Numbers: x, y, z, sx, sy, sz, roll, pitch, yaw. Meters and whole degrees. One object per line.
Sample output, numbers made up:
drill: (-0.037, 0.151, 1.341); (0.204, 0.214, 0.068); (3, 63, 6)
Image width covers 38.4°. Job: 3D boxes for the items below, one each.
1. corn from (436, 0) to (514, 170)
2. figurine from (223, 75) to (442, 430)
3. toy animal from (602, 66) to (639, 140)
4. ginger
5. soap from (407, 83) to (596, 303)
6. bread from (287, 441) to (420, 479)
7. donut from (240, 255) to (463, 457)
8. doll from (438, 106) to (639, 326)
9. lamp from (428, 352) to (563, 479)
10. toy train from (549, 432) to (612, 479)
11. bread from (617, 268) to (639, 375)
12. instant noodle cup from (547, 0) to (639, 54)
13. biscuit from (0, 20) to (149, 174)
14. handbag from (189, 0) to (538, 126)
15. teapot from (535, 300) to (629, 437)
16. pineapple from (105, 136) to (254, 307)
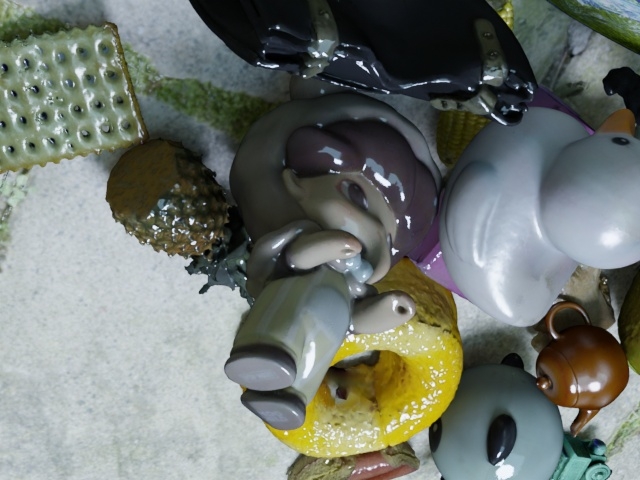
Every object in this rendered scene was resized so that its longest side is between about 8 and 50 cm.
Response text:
corn: (0.171, -0.169, 1.021); (0.068, 0.067, 0.206); (-3, 122, -17)
figurine: (0.000, 0.001, 0.917); (0.203, 0.380, 0.248); (-14, 131, 32)
toy animal: (0.381, -0.081, 1.022); (0.094, 0.121, 0.225); (-14, 113, -25)
ginger: (0.331, 0.064, 1.219); (0.138, 0.074, 0.213); (-25, 131, -19)
soap: (0.247, -0.040, 1.119); (0.181, 0.081, 0.259); (30, 108, -31)
bread: (0.055, 0.303, 1.270); (0.193, 0.067, 0.119); (-10, 155, -15)
donut: (0.048, 0.158, 1.163); (0.303, 0.110, 0.302); (-8, 124, -13)
doll: (0.248, -0.022, 0.942); (0.221, 0.221, 0.251); (18, 103, -27)
lamp: (0.229, 0.283, 1.254); (0.198, 0.197, 0.243); (1, 128, -19)
toy train: (0.383, 0.375, 1.438); (0.100, 0.070, 0.172); (12, 118, -17)
bread: (0.533, 0.047, 1.181); (0.208, 0.251, 0.376); (28, 113, 4)
instant noodle cup: (0.373, -0.344, 0.878); (0.284, 0.284, 0.312); (22, 103, -29)
biscuit: (-0.282, -0.137, 0.905); (0.203, 0.016, 0.144); (-10, 122, -1)
handbag: (0.030, -0.203, 0.819); (0.343, 0.288, 0.152); (8, 122, -22)
teapot: (0.323, 0.163, 1.174); (0.116, 0.116, 0.173); (-15, 94, -9)
pineapple: (-0.124, -0.005, 1.014); (0.125, 0.125, 0.251); (-40, 135, 8)
